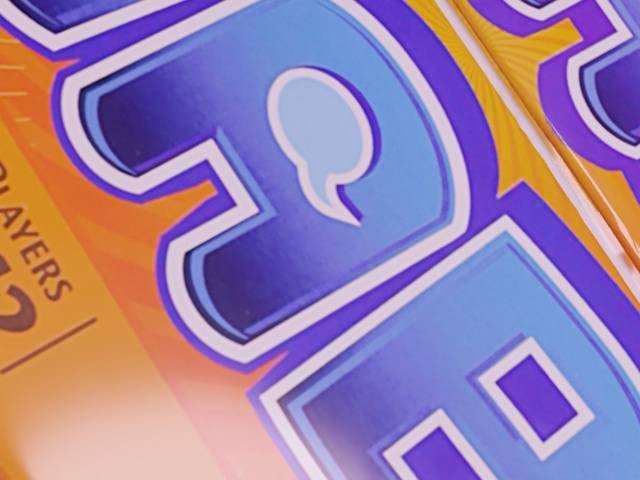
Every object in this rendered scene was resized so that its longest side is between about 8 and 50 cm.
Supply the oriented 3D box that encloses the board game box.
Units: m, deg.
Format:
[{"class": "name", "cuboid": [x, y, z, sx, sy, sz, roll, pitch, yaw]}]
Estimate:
[{"class": "board game box", "cuboid": [0.000, 0.000, 0.607, 0.356, 0.356, 0.356, -30, 81, -22]}]
